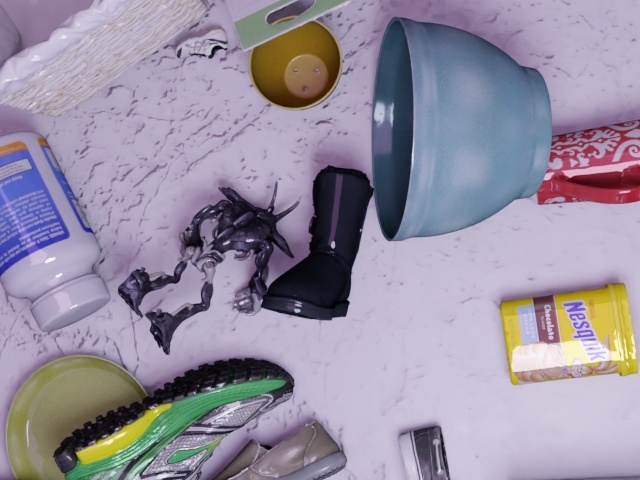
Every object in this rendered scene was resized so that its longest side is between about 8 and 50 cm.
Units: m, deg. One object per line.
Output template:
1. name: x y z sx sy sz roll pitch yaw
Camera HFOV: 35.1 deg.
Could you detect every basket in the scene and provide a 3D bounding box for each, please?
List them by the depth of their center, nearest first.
1. basket: -0.389 -0.389 1.446 0.331 0.266 0.328 -34 82 5

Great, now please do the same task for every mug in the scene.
1. mug: 0.372 -0.103 1.363 0.169 0.150 0.113 -6 92 13

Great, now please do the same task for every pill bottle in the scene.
1. pill bottle: -0.418 -0.009 1.484 0.152 0.152 0.272 -29 82 7

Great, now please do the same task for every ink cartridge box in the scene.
1. ink cartridge box: -0.060 -0.377 1.456 0.171 0.056 0.235 -24 62 7

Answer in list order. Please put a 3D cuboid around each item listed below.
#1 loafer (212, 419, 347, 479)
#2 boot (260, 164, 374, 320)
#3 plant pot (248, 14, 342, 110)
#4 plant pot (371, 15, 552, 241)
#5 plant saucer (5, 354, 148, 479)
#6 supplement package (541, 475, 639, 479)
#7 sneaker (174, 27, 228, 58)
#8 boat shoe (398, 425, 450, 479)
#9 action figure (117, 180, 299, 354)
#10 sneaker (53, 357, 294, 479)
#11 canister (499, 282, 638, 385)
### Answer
1. loafer: -0.088 0.331 1.447 0.251 0.094 0.087 -23 71 3
2. boot: 0.000 0.000 1.369 0.094 0.246 0.207 10 91 16
3. plant pot: -0.029 -0.246 1.462 0.134 0.095 0.134 -1 87 9
4. plant pot: 0.187 -0.143 1.340 0.196 0.293 0.293 1 86 -7
5. plant saucer: -0.351 0.291 1.512 0.240 0.037 0.241 -1 87 10
6. supplement package: 0.374 0.389 1.299 0.261 0.204 0.145 -6 85 10
7. sneaker: -0.178 -0.288 1.522 0.083 0.032 0.037 -22 83 8
8. boat shoe: 0.167 0.368 1.399 0.070 0.078 0.219 -16 82 9
9. action figure: -0.150 0.031 1.449 0.275 0.141 0.164 -37 71 -21
10. sneaker: -0.191 0.275 1.435 0.343 0.134 0.146 -26 101 -7
11. canister: 0.338 0.131 1.389 0.169 0.073 0.126 -9 85 10
